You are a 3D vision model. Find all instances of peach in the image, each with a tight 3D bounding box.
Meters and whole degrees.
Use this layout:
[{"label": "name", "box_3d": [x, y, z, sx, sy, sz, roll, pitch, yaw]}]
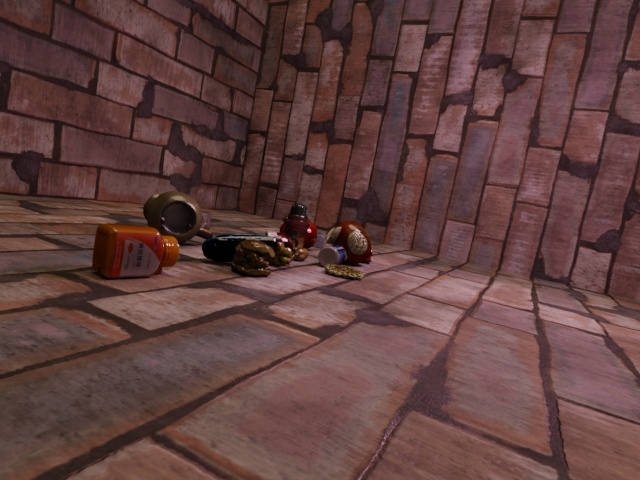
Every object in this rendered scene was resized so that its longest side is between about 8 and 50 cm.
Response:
[{"label": "peach", "box_3d": [-0.134, -0.044, 2.488, 0.226, 0.196, 0.190, 13, -27, 7]}]

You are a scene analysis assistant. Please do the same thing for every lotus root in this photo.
[{"label": "lotus root", "box_3d": [-0.099, 0.070, 2.057, 0.072, 0.063, 0.152, -29, -9, 27]}]

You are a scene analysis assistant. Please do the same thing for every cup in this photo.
[{"label": "cup", "box_3d": [0.000, 0.000, 2.728, 0.128, 0.095, 0.129, 13, 9, 2]}]

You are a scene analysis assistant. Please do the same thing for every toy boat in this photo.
[{"label": "toy boat", "box_3d": [-0.328, 0.012, 1.677, 0.299, 0.134, 0.092, 1, 49, -16]}]

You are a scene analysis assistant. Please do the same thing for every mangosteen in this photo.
[{"label": "mangosteen", "box_3d": [-0.192, 0.055, 1.833, 0.146, 0.181, 0.156, -33, -39, 28]}]

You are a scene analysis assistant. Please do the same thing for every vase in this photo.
[{"label": "vase", "box_3d": [-0.662, -0.090, 1.956, 0.329, 0.240, 0.302, 32, -10, -29]}]

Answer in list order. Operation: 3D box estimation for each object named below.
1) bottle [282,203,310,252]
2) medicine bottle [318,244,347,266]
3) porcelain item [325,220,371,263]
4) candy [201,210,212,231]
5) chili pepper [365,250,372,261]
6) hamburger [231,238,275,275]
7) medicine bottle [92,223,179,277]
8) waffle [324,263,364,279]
[{"label": "bottle", "box_3d": [-0.145, -0.073, 2.311, 0.156, 0.271, 0.143, 7, 7, -29]}, {"label": "medicine bottle", "box_3d": [0.066, 0.076, 2.064, 0.107, 0.106, 0.191, 12, 6, 19]}, {"label": "porcelain item", "box_3d": [0.145, 0.027, 2.224, 0.253, 0.252, 0.253, 10, 6, -1]}, {"label": "candy", "box_3d": [-0.727, -0.113, 2.355, 0.195, 0.137, 0.185, 12, 6, -2]}, {"label": "chili pepper", "box_3d": [0.179, 0.072, 2.401, 0.253, 0.136, 0.144, 0, 51, -1]}, {"label": "hamburger", "box_3d": [-0.259, 0.060, 1.580, 0.159, 0.131, 0.185, 9, 2, -45]}, {"label": "medicine bottle", "box_3d": [-0.556, 0.031, 1.254, 0.112, 0.149, 0.222, 16, 8, 38]}, {"label": "waffle", "box_3d": [0.108, 0.141, 1.876, 0.184, 0.036, 0.169, 9, 8, -4]}]
